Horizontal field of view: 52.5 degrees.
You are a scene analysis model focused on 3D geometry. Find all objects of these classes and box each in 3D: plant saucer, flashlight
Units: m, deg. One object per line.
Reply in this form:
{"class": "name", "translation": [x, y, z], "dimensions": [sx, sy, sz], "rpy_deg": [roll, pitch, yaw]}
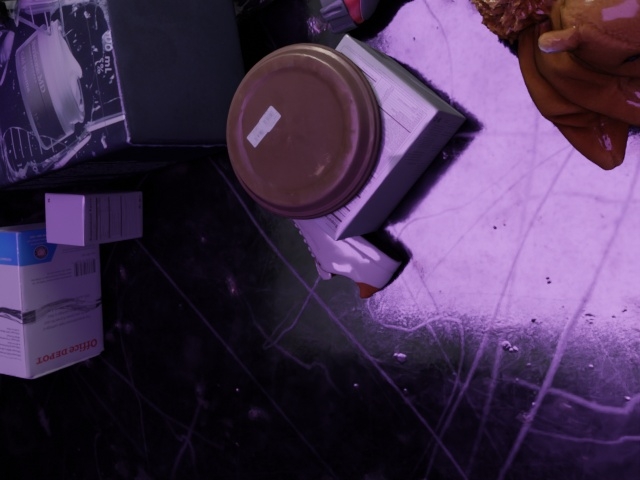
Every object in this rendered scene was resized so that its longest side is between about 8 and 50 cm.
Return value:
{"class": "plant saucer", "translation": [-0.039, -0.170, 1.019], "dimensions": [0.278, 0.041, 0.277], "rpy_deg": [3, 97, 27]}
{"class": "flashlight", "translation": [0.144, -0.450, 1.096], "dimensions": [0.304, 0.103, 0.103], "rpy_deg": [-15, 85, 20]}

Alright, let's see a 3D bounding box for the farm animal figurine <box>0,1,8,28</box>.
{"class": "farm animal figurine", "translation": [-0.616, -0.471, 1.035], "dimensions": [0.326, 0.172, 0.330], "rpy_deg": [53, 124, 20]}

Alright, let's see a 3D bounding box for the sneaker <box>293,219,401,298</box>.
{"class": "sneaker", "translation": [0.000, 0.000, 1.203], "dimensions": [0.290, 0.106, 0.123], "rpy_deg": [38, 107, 14]}

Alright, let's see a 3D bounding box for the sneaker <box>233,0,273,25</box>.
{"class": "sneaker", "translation": [-0.165, -0.489, 1.223], "dimensions": [0.279, 0.107, 0.118], "rpy_deg": [-30, 79, 24]}

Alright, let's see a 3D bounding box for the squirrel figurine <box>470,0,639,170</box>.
{"class": "squirrel figurine", "translation": [0.345, -0.308, 0.866], "dimensions": [0.397, 0.370, 0.281], "rpy_deg": [45, 112, 13]}

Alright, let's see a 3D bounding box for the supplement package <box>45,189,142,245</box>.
{"class": "supplement package", "translation": [-0.473, -0.052, 1.368], "dimensions": [0.105, 0.179, 0.105], "rpy_deg": [5, 98, 24]}

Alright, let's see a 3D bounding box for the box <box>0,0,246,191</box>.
{"class": "box", "translation": [-0.411, -0.363, 1.191], "dimensions": [0.472, 0.297, 0.479], "rpy_deg": [-8, 93, 37]}

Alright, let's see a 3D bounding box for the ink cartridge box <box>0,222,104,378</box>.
{"class": "ink cartridge box", "translation": [-0.605, 0.119, 1.424], "dimensions": [0.129, 0.223, 0.307], "rpy_deg": [3, 97, 24]}

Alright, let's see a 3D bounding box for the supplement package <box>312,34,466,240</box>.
{"class": "supplement package", "translation": [0.070, -0.167, 1.100], "dimensions": [0.198, 0.199, 0.262], "rpy_deg": [43, 111, 15]}
